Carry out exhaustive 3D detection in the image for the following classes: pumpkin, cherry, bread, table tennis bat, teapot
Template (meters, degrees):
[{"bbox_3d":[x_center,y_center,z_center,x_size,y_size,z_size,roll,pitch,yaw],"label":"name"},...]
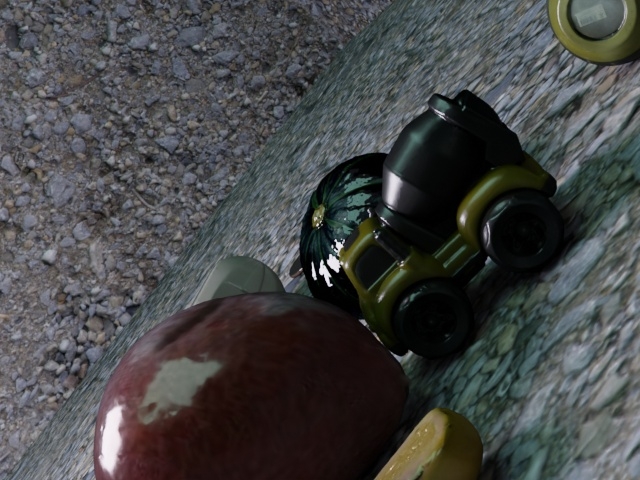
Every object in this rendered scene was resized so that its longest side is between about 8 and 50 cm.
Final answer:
[{"bbox_3d":[0.051,-0.003,1.161,0.194,0.150,0.194,-44,14,14],"label":"pumpkin"},{"bbox_3d":[-0.066,0.160,0.917,0.307,0.221,0.261,-24,23,23],"label":"cherry"},{"bbox_3d":[0.072,0.175,0.722,0.115,0.056,0.082,-53,7,8],"label":"bread"},{"bbox_3d":[0.000,0.000,1.708,0.156,0.013,0.087,-48,10,9],"label":"table tennis bat"},{"bbox_3d":[0.321,-0.252,1.082,0.165,0.130,0.119,0,24,33],"label":"teapot"}]

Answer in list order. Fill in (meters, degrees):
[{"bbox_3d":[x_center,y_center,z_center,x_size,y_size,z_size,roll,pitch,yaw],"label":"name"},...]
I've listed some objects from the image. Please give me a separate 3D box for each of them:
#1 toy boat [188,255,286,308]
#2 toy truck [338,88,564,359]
[{"bbox_3d":[-0.128,0.121,1.510,0.141,0.141,0.269,-45,10,18],"label":"toy boat"},{"bbox_3d":[0.104,-0.014,0.952,0.224,0.165,0.147,-47,12,12],"label":"toy truck"}]
